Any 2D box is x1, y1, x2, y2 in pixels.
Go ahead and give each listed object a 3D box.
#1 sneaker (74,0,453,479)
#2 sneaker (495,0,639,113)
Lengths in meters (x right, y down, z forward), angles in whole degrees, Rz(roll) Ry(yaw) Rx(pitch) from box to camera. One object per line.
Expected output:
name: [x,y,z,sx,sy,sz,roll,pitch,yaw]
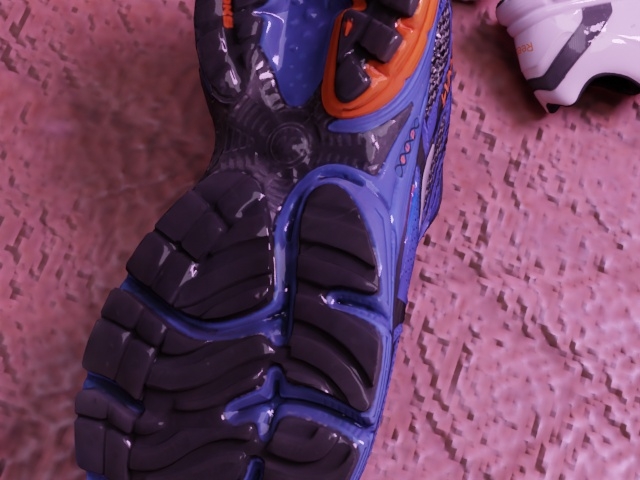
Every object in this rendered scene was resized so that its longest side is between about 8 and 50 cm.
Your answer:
sneaker: [0.000,0.000,0.390,0.083,0.087,0.221,14,83,23]
sneaker: [0.112,-0.070,0.457,0.109,0.040,0.043,-15,87,-8]
